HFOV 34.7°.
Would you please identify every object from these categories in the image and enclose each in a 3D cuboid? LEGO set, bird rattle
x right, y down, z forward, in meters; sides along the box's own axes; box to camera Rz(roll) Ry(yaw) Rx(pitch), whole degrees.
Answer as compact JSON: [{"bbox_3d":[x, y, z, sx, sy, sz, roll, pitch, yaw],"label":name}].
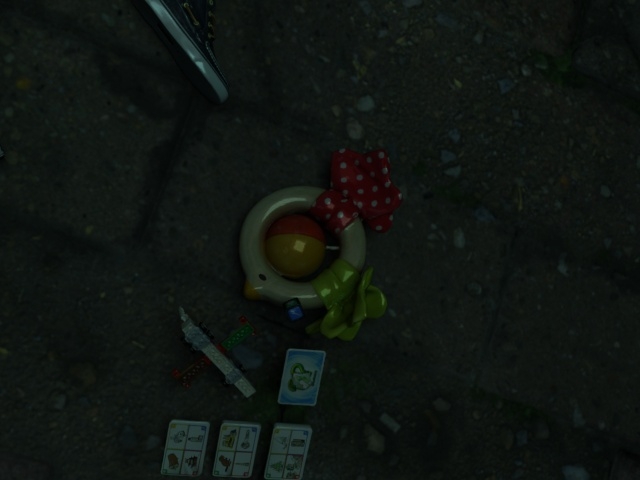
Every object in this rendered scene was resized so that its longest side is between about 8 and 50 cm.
[{"bbox_3d":[-0.093,0.177,1.263,0.183,0.060,0.244,6,109,-15],"label":"LEGO set"},{"bbox_3d":[0.000,0.000,1.302,0.207,0.143,0.253,4,80,-3],"label":"bird rattle"}]

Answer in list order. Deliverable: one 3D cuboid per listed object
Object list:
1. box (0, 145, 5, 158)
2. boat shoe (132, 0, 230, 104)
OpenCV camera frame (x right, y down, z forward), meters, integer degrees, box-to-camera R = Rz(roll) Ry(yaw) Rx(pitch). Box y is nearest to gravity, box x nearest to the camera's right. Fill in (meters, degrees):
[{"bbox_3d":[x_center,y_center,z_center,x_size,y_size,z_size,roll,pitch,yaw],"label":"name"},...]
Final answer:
[{"bbox_3d":[-0.458,-0.147,1.196,0.116,0.029,0.162,-27,93,-20],"label":"box"},{"bbox_3d":[-0.154,-0.267,1.299,0.083,0.065,0.183,-38,97,-18],"label":"boat shoe"}]
